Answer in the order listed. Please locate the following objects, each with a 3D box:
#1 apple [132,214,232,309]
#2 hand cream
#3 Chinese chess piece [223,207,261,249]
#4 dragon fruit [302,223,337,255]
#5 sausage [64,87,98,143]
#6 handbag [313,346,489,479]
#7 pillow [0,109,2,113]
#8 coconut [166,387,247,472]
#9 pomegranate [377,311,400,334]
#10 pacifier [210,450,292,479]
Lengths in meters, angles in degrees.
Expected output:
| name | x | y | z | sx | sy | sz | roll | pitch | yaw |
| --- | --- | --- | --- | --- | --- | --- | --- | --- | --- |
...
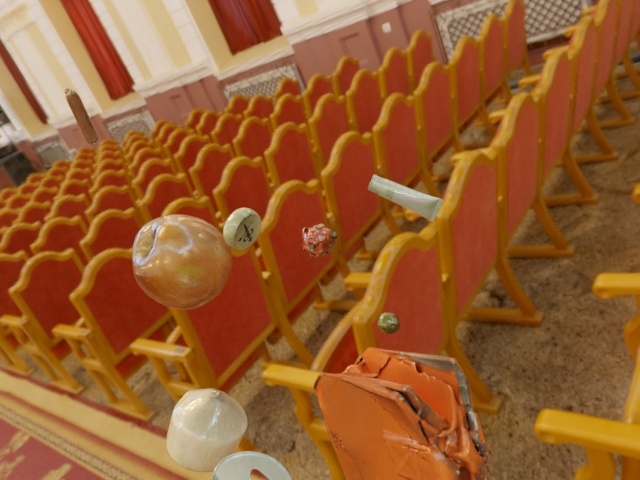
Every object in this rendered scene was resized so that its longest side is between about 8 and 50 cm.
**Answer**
| name | x | y | z | sx | sy | sz | roll | pitch | yaw |
| --- | --- | --- | --- | --- | --- | --- | --- | --- | --- |
| apple | -0.351 | 0.045 | 1.338 | 0.253 | 0.253 | 0.253 | -20 | 24 | 9 |
| hand cream | 0.231 | -0.121 | 1.492 | 0.205 | 0.078 | 0.050 | 24 | 37 | 9 |
| Chinese chess piece | -0.150 | -0.022 | 1.044 | 0.034 | 0.084 | 0.084 | 29 | 51 | 26 |
| dragon fruit | 0.002 | -0.002 | 1.419 | 0.116 | 0.086 | 0.081 | -15 | 52 | -40 |
| sausage | -0.433 | -0.225 | 0.980 | 0.026 | 0.116 | 0.026 | 0 | 54 | 0 |
| handbag | 0.143 | 0.357 | 0.739 | 0.116 | 0.410 | 0.303 | -19 | 0 | -24 |
| pillow | -0.608 | -0.210 | 0.874 | 0.048 | 0.090 | 0.150 | 15 | 49 | 27 |
| coconut | -0.358 | 0.587 | 1.721 | 0.237 | 0.266 | 0.237 | 18 | 28 | -10 |
| pomegranate | 0.218 | 0.260 | 1.705 | 0.073 | 0.073 | 0.084 | -17 | -7 | 16 |
| pacifier | -0.188 | 0.657 | 1.248 | 0.288 | 0.269 | 0.343 | 36 | 61 | 12 |
